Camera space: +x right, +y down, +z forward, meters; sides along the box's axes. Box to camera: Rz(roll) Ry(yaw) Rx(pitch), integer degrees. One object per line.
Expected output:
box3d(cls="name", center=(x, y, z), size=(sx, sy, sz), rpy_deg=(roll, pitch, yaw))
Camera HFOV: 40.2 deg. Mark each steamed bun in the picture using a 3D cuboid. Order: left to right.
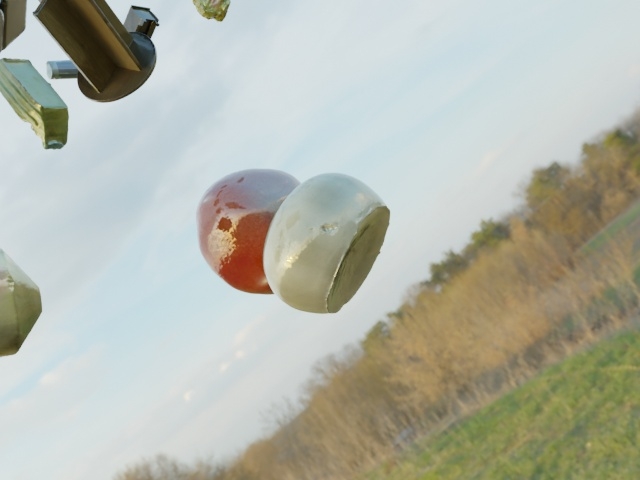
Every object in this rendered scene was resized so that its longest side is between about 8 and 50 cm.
box3d(cls="steamed bun", center=(0.000, 0.000, 1.907), size=(0.324, 0.206, 0.324), rpy_deg=(-52, -21, -28))

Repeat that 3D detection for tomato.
box3d(cls="tomato", center=(-0.138, -0.036, 2.213), size=(0.341, 0.341, 0.273), rpy_deg=(-33, -3, -43))

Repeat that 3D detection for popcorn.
box3d(cls="popcorn", center=(-0.322, -0.692, 2.556), size=(0.089, 0.109, 0.096), rpy_deg=(133, 161, -70))

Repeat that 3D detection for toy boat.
box3d(cls="toy boat", center=(-0.700, -0.348, 2.124), size=(0.084, 0.276, 0.111), rpy_deg=(-44, -14, 29))

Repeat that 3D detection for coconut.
box3d(cls="coconut", center=(-0.702, 0.136, 1.815), size=(0.259, 0.259, 0.259), rpy_deg=(-40, -9, -7))

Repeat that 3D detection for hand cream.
box3d(cls="hand cream", center=(-0.583, -0.449, 2.285), size=(0.255, 0.079, 0.048), rpy_deg=(-11, -39, -29))

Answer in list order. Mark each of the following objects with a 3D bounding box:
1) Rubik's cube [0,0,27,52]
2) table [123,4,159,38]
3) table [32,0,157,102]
box3d(cls="Rubik's cube", center=(-0.756, -0.515, 1.597), size=(0.344, 0.347, 0.346), rpy_deg=(-76, 4, -55))
box3d(cls="table", center=(-0.536, -0.646, 2.631), size=(0.070, 0.082, 0.083), rpy_deg=(-5, -45, -49))
box3d(cls="table", center=(-0.422, -0.383, 1.582), size=(0.167, 0.167, 0.226), rpy_deg=(-40, -34, -5))
